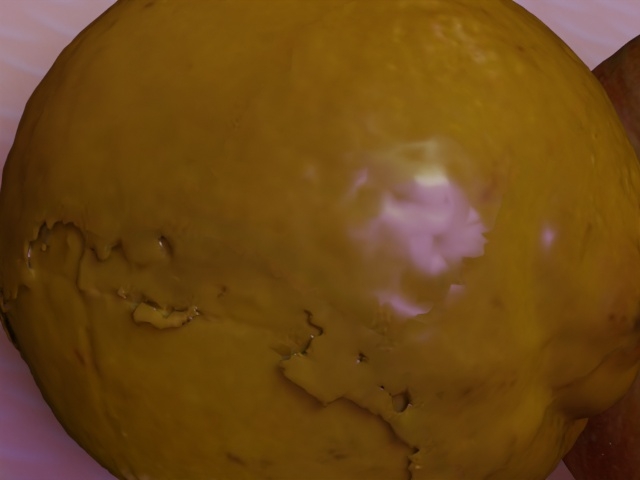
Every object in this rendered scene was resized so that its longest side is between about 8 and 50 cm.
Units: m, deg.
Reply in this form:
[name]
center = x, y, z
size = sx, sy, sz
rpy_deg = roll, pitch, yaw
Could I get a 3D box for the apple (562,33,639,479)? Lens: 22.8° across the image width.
[apple]
center = 0.251, 0.028, 0.857
size = 0.250, 0.277, 0.309
rpy_deg = 17, 90, -51

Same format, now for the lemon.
[lemon]
center = 0.000, 0.000, 0.726
size = 0.297, 0.297, 0.297
rpy_deg = 6, 76, -24
